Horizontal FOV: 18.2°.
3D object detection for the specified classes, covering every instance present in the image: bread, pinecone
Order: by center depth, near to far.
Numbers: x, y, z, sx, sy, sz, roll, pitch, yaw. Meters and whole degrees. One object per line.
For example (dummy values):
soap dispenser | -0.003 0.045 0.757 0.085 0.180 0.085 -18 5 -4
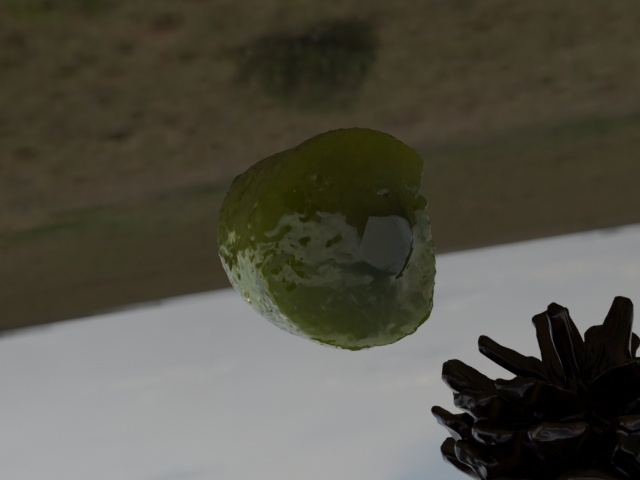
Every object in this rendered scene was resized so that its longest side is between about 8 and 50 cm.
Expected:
bread | 0.000 0.000 1.176 0.111 0.129 0.114 2 178 -23
pinecone | 0.174 0.138 1.283 0.202 0.201 0.229 -15 167 -28
